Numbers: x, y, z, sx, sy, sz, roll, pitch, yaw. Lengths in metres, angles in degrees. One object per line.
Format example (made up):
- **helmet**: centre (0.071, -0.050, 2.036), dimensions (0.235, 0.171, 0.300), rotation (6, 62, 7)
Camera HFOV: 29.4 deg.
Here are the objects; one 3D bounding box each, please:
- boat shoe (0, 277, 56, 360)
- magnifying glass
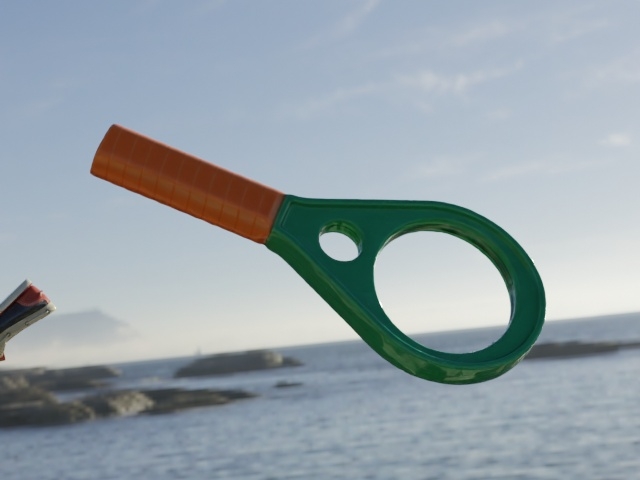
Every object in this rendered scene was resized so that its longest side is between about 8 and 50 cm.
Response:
- **boat shoe**: centre (-0.316, 0.097, 1.177), dimensions (0.137, 0.043, 0.049), rotation (-48, 13, -22)
- **magnifying glass**: centre (0.000, 0.000, 0.594), dimensions (0.231, 0.092, 0.026), rotation (23, -33, -2)
